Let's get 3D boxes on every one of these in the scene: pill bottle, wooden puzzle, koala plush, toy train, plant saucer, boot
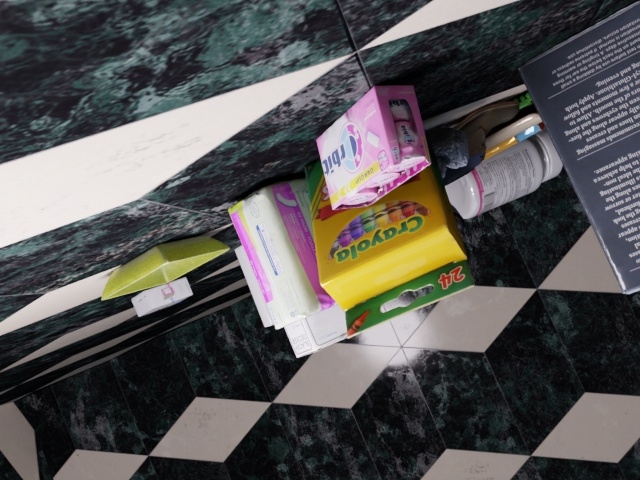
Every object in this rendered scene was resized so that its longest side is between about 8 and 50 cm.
[{"bbox_3d":[0.443,-0.172,1.929,0.283,0.160,0.160,-22,174,-19],"label":"pill bottle"},{"bbox_3d":[0.393,-0.226,1.600,0.221,0.044,0.238,-28,-174,39],"label":"wooden puzzle"},{"bbox_3d":[0.172,-0.053,1.369,0.203,0.221,0.196,-3,-137,35],"label":"koala plush"},{"bbox_3d":[0.398,-0.270,1.510,0.083,0.024,0.017,-25,175,7],"label":"toy train"},{"bbox_3d":[-0.296,0.043,1.475,0.188,0.045,0.188,-26,174,31],"label":"plant saucer"},{"bbox_3d":[0.289,-0.181,1.466,0.219,0.106,0.082,-23,175,-5],"label":"boot"}]

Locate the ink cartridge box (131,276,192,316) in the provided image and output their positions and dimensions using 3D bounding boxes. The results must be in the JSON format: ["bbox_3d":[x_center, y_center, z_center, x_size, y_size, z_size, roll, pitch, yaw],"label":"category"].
[{"bbox_3d":[-0.397,0.142,1.963,0.122,0.052,0.088,-18,172,-40],"label":"ink cartridge box"}]

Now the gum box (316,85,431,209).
[{"bbox_3d":[0.070,-0.122,1.046,0.062,0.107,0.188,-7,167,-27],"label":"gum box"}]

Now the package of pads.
[{"bbox_3d":[0.000,0.000,1.353,0.101,0.229,0.296,-27,172,41],"label":"package of pads"}]

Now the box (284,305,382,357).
[{"bbox_3d":[-0.018,0.054,1.472,0.169,0.290,0.087,-21,174,-31],"label":"box"}]

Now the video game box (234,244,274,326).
[{"bbox_3d":[-0.090,0.084,1.916,0.187,0.205,0.048,-20,177,-32],"label":"video game box"}]

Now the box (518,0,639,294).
[{"bbox_3d":[0.531,-0.150,1.279,0.212,0.396,0.293,-26,174,29],"label":"box"}]

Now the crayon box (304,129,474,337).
[{"bbox_3d":[0.092,-0.031,1.160,0.202,0.319,0.081,-26,133,16],"label":"crayon box"}]
